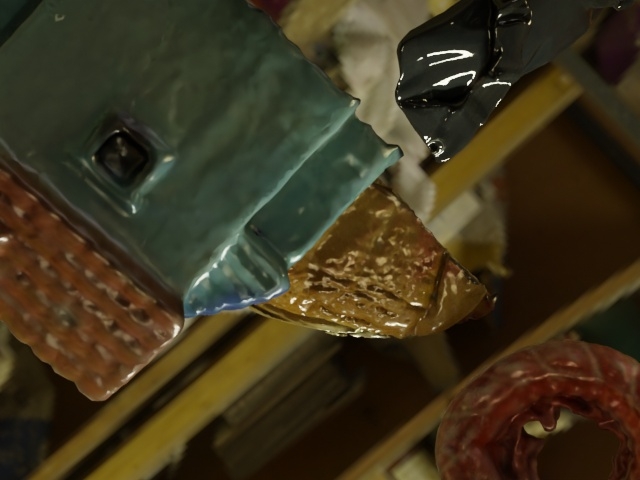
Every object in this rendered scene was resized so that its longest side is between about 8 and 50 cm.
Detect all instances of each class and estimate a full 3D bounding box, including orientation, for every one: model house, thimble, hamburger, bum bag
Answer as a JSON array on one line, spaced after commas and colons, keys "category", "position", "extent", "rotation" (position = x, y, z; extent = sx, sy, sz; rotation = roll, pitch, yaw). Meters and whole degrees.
[{"category": "model house", "position": [-0.172, -0.024, 1.035], "extent": [0.329, 0.295, 0.252], "rotation": [-52, -169, -16]}, {"category": "thimble", "position": [0.230, 0.207, 1.513], "extent": [0.239, 0.239, 0.162], "rotation": [-42, 174, 2]}, {"category": "hamburger", "position": [0.000, 0.000, 1.470], "extent": [0.245, 0.282, 0.155], "rotation": [-29, -169, 2]}, {"category": "bum bag", "position": [0.160, -0.171, 1.210], "extent": [0.248, 0.060, 0.123], "rotation": [-46, 141, -15]}]
